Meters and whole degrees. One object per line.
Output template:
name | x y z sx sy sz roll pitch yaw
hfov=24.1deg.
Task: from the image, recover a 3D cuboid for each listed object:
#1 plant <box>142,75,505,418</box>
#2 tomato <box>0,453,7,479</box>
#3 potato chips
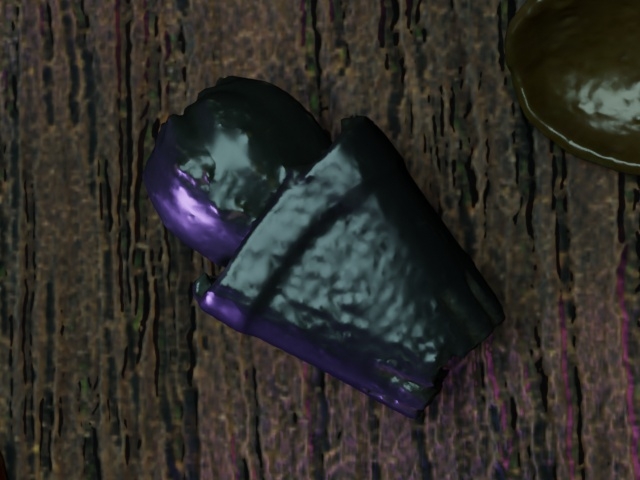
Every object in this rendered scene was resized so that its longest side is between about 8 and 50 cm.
plant | 0.000 0.000 0.993 0.256 0.142 0.164 44 97 0
tomato | -0.395 0.203 1.072 0.338 0.144 0.338 -1 85 11
potato chips | 0.227 -0.120 0.980 0.202 0.049 0.150 -12 108 24
